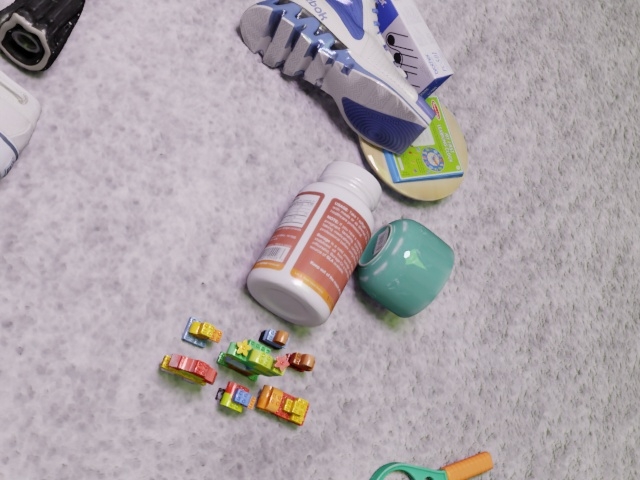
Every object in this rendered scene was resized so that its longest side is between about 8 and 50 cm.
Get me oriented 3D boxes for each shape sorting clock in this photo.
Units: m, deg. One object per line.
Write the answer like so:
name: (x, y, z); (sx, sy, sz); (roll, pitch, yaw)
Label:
shape sorting clock: (0.150, -0.158, 1.193); (0.206, 0.040, 0.206); (8, 67, -21)

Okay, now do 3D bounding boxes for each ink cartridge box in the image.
ink cartridge box: (0.117, -0.318, 1.158); (0.046, 0.097, 0.207); (-22, 80, -33)

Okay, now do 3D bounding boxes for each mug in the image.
mug: (0.111, 0.031, 1.088); (0.097, 0.158, 0.129); (36, 87, -17)

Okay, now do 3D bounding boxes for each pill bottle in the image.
pill bottle: (0.000, 0.000, 1.018); (0.121, 0.121, 0.216); (39, 62, -18)

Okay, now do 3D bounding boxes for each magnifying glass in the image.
magnifying glass: (0.164, 0.356, 1.094); (0.231, 0.026, 0.092); (-8, 83, -33)

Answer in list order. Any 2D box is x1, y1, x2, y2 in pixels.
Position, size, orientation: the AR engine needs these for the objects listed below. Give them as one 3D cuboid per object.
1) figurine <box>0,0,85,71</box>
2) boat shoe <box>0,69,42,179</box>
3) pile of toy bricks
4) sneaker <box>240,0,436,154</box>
figurine: (-0.368, -0.347, 0.904); (0.215, 0.092, 0.209); (36, 55, -19)
boat shoe: (-0.445, -0.233, 0.775); (0.367, 0.136, 0.156); (42, 57, -30)
pile of toy bricks: (-0.082, 0.157, 0.941); (0.212, 0.105, 0.118); (29, 65, -23)
sneaker: (0.057, -0.291, 1.103); (0.315, 0.127, 0.182); (36, 62, -8)
